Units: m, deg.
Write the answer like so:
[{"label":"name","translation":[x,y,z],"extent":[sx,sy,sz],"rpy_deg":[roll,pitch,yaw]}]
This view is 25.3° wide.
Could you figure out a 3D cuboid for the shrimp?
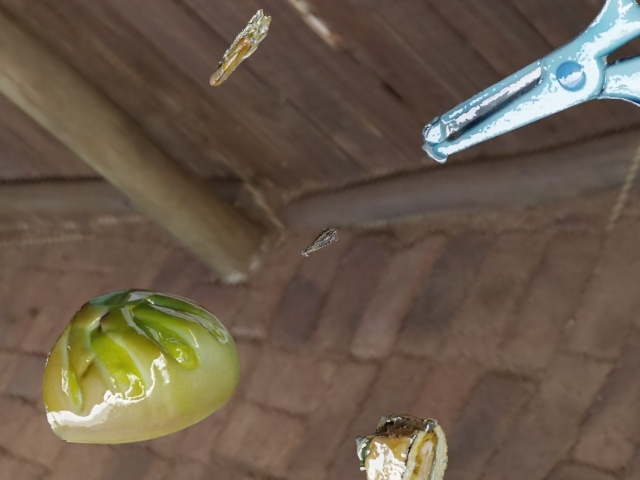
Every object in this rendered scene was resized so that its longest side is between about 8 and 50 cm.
[{"label":"shrimp","translation":[-0.081,-0.188,1.420],"extent":[0.108,0.023,0.059],"rpy_deg":[-43,11,53]}]

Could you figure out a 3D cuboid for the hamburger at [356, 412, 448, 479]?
[{"label":"hamburger","translation":[0.099,0.272,1.765],"extent":[0.087,0.176,0.102],"rpy_deg":[-17,36,-32]}]

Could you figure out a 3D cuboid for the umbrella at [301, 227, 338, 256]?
[{"label":"umbrella","translation":[0.000,0.002,2.216],"extent":[0.083,0.031,0.020],"rpy_deg":[-40,-28,-32]}]

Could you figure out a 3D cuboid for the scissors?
[{"label":"scissors","translation":[0.251,-0.156,1.354],"extent":[0.393,0.180,0.032],"rpy_deg":[-24,7,40]}]

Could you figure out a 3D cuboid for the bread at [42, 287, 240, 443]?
[{"label":"bread","translation":[-0.180,0.136,1.611],"extent":[0.156,0.158,0.261],"rpy_deg":[-2,13,24]}]
